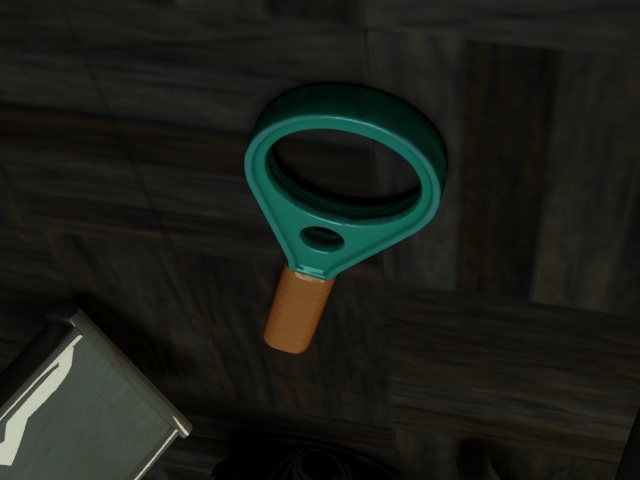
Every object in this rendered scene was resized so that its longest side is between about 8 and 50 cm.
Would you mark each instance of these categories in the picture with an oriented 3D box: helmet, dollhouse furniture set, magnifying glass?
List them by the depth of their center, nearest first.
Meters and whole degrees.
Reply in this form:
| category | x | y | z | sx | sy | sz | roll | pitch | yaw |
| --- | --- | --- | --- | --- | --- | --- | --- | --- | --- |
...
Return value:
| category | x | y | z | sx | sy | sz | roll | pitch | yaw |
| --- | --- | --- | --- | --- | --- | --- | --- | --- | --- |
| magnifying glass | 0.000 | 0.000 | 0.597 | 0.092 | 0.026 | 0.231 | 16 | 150 | -2 |
| dollhouse furniture set | -0.252 | 0.147 | 0.867 | 0.303 | 0.174 | 0.356 | 51 | 156 | -23 |
| helmet | -0.019 | 0.243 | 0.869 | 0.170 | 0.161 | 0.169 | 11 | 149 | 6 |

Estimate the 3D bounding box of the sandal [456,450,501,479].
| category | x | y | z | sx | sy | sz | roll | pitch | yaw |
| --- | --- | --- | --- | --- | --- | --- | --- | --- | --- |
| sandal | 0.152 | 0.214 | 0.850 | 0.060 | 0.090 | 0.219 | -20 | 133 | 12 |

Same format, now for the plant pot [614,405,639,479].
| category | x | y | z | sx | sy | sz | roll | pitch | yaw |
| --- | --- | --- | --- | --- | --- | --- | --- | --- | --- |
| plant pot | 0.250 | 0.057 | 0.422 | 0.284 | 0.190 | 0.284 | 10 | 150 | 6 |
